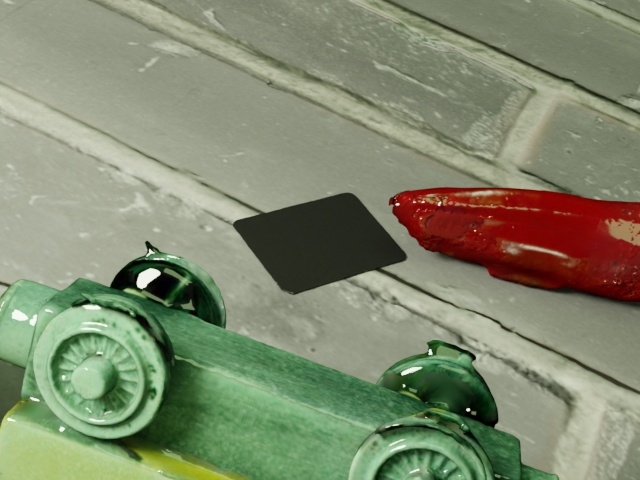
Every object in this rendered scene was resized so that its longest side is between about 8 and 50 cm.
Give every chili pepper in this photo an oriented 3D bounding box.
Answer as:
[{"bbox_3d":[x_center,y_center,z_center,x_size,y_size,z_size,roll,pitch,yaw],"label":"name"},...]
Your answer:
[{"bbox_3d":[0.256,-0.002,1.179,0.387,0.110,0.110,10,42,-7],"label":"chili pepper"}]

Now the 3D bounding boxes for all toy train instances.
[{"bbox_3d":[-0.049,0.168,0.766,0.397,0.253,0.160,20,16,4],"label":"toy train"}]

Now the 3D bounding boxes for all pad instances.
[{"bbox_3d":[0.000,0.000,1.161,0.157,0.003,0.112,-15,50,-33],"label":"pad"}]
